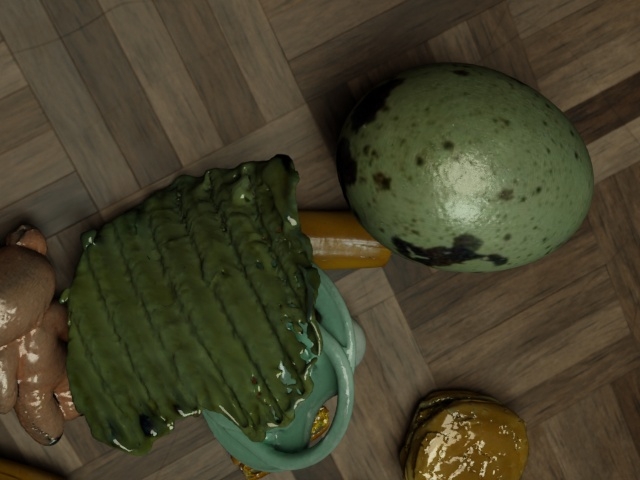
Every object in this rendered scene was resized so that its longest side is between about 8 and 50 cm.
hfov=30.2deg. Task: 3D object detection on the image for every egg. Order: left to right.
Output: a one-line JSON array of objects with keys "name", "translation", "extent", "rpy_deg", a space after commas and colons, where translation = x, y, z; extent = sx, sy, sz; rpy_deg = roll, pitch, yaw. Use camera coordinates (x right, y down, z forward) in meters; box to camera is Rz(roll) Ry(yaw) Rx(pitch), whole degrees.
[{"name": "egg", "translation": [0.204, -0.099, 1.646], "extent": [0.379, 0.287, 0.287], "rpy_deg": [5, 104, -29]}]

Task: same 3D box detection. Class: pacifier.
[{"name": "pacifier", "translation": [-0.027, 0.173, 1.691], "extent": [0.269, 0.288, 0.343], "rpy_deg": [-13, 141, -46]}]

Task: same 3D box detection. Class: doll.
[{"name": "doll", "translation": [-0.423, 0.143, 1.627], "extent": [0.201, 0.156, 0.303], "rpy_deg": [-51, 140, -44]}]

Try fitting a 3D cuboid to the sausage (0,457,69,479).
[{"name": "sausage", "translation": [-0.495, 0.351, 1.667], "extent": [0.328, 0.112, 0.112], "rpy_deg": [22, 98, -20]}]

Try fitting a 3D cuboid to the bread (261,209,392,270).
[{"name": "bread", "translation": [0.000, 0.000, 1.727], "extent": [0.239, 0.074, 0.092], "rpy_deg": [-1, 101, -17]}]

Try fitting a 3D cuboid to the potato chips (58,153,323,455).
[{"name": "potato chips", "translation": [-0.163, 0.074, 1.558], "extent": [0.373, 0.097, 0.389], "rpy_deg": [-12, 69, 19]}]

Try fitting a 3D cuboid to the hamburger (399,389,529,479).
[{"name": "hamburger", "translation": [0.226, 0.342, 1.879], "extent": [0.213, 0.108, 0.214], "rpy_deg": [-3, 101, -16]}]

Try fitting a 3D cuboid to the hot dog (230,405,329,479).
[{"name": "hot dog", "translation": [-0.057, 0.302, 1.811], "extent": [0.165, 0.045, 0.071], "rpy_deg": [-35, 110, -3]}]
